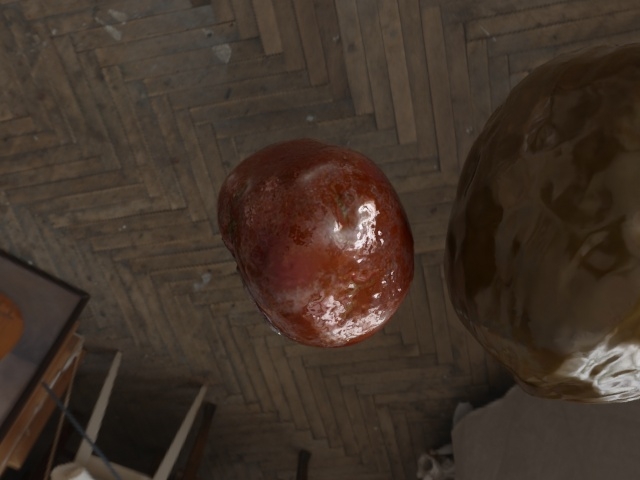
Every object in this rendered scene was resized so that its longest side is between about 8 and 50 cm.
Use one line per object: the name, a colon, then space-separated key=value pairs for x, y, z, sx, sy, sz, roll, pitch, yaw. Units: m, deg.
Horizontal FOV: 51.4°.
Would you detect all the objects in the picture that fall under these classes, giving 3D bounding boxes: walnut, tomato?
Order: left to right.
tomato: x=-0.001 y=-0.002 z=0.711 sx=0.188 sy=0.232 sz=0.232 roll=-26 pitch=117 yaw=-7
walnut: x=0.313 y=-0.011 z=0.723 sx=0.354 sy=0.308 sz=0.398 roll=16 pitch=98 yaw=-32
